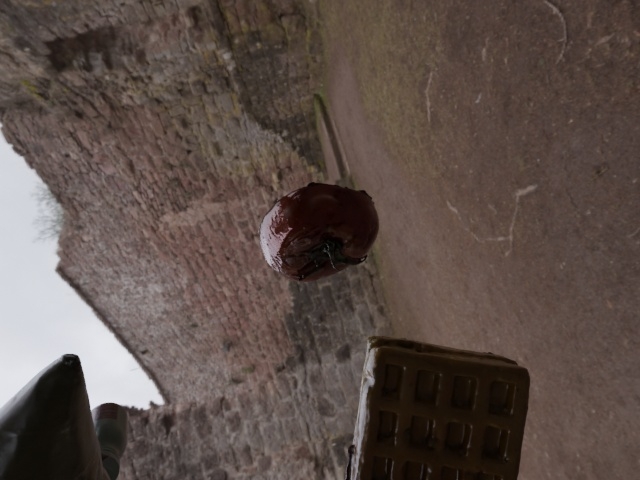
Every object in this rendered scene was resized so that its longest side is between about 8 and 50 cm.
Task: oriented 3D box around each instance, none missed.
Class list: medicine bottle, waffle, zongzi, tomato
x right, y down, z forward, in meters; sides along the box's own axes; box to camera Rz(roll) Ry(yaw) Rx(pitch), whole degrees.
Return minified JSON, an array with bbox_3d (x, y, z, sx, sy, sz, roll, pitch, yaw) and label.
[{"bbox_3d":[-0.448,0.418,0.889,0.217,0.091,0.090,10,117,67],"label":"medicine bottle"},{"bbox_3d":[0.149,0.308,0.593,0.098,0.224,0.327,18,-100,-85],"label":"waffle"},{"bbox_3d":[-0.397,0.280,0.421,0.174,0.356,0.392,53,142,44],"label":"zongzi"},{"bbox_3d":[-0.001,0.003,0.758,0.227,0.228,0.101,77,180,-54],"label":"tomato"}]
